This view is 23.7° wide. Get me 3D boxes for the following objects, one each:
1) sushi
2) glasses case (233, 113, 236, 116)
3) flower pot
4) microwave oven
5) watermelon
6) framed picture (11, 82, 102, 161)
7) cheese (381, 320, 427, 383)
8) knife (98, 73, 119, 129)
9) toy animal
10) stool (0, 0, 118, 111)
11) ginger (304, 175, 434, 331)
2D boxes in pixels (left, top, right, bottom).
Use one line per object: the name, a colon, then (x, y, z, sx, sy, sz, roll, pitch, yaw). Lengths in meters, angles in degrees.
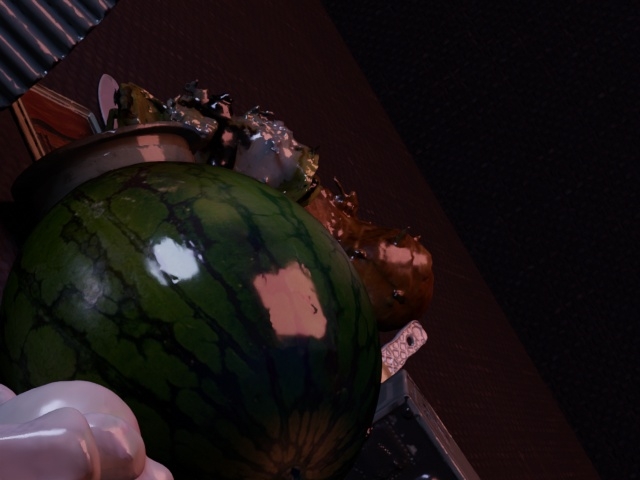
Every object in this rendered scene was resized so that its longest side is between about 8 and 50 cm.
sushi: (-0.134, -0.114, 1.955, 0.291, 0.131, 0.139, 24, 29, -16)
glasses case: (-0.149, -0.146, 2.301, 0.102, 0.070, 0.193, 59, 15, 6)
flower pot: (-0.199, 0.007, 1.603, 0.212, 0.212, 0.202, 11, 60, -71)
microwave oven: (0.112, 0.336, 1.848, 0.295, 0.181, 0.237, 56, 5, -2)
watermelon: (-0.114, 0.102, 1.337, 0.363, 0.363, 0.363, 51, 15, -20)
framed picture: (-0.283, -0.081, 1.830, 0.273, 0.016, 0.216, 62, 16, 21)
cheese: (0.069, 0.185, 2.072, 0.251, 0.054, 0.127, -41, 99, -40)
knife: (-0.247, -0.112, 2.009, 0.081, 0.043, 0.336, 25, 27, -49)
toy animal: (-0.221, 0.203, 1.047, 0.367, 0.241, 0.196, -30, 112, -85)
stool: (-0.377, -0.316, 1.496, 0.330, 0.297, 0.297, 47, 16, -20)
ginger: (0.000, 0.000, 2.147, 0.418, 0.254, 0.176, 47, 33, -23)
